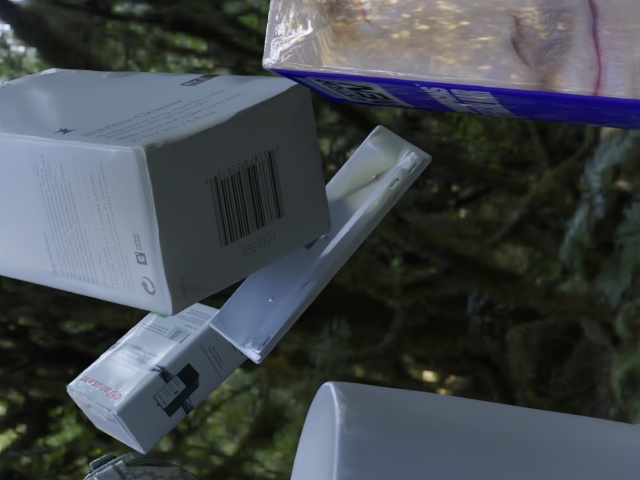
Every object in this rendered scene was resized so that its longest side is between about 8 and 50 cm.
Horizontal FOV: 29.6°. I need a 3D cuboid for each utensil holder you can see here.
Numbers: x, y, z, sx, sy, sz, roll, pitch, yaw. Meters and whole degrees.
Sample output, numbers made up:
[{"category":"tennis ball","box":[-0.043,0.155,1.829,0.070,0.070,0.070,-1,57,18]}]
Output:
[{"category":"utensil holder","box":[0.168,0.323,1.249,0.327,0.386,0.327,-169,90,-82]}]

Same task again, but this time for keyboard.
[{"category":"keyboard","box":[0.000,0.000,1.144,0.256,0.072,0.014,-49,-38,-8]}]

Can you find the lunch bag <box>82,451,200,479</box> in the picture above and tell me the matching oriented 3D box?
[{"category":"lunch bag","box":[-0.179,0.425,1.448,0.213,0.305,0.256,-29,-33,-17]}]

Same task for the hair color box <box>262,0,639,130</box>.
[{"category":"hair color box","box":[0.156,-0.143,0.533,0.110,0.339,0.185,4,-87,-70]}]

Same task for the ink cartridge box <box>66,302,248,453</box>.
[{"category":"ink cartridge box","box":[-0.225,0.182,1.678,0.208,0.153,0.087,-42,-60,-23]}]

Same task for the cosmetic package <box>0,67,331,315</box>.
[{"category":"cosmetic package","box":[-0.205,-0.062,1.147,0.217,0.385,0.156,-30,-60,-44]}]
